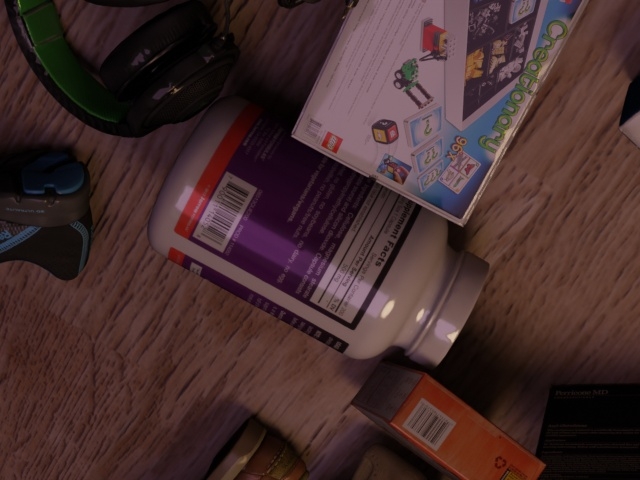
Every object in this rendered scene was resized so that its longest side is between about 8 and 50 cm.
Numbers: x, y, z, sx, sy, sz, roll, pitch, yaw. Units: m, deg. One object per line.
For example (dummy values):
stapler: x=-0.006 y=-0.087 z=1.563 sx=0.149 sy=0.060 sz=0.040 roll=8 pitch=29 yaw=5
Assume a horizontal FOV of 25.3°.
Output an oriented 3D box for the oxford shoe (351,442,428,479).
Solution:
oxford shoe: x=0.026 y=0.371 z=1.717 sx=0.130 sy=0.123 sz=0.348 roll=47 pitch=124 yaw=15

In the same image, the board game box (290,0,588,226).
board game box: x=0.120 y=-0.186 z=1.330 sx=0.193 sy=0.053 sz=0.305 roll=28 pitch=115 yaw=3

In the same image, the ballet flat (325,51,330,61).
ballet flat: x=0.073 y=-0.129 z=1.414 sx=0.173 sy=0.049 sz=0.057 roll=42 pitch=122 yaw=-9

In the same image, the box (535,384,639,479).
box: x=0.358 y=0.238 z=1.463 sx=0.261 sy=0.184 sz=0.103 roll=-3 pitch=122 yaw=20

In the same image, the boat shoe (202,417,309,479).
boat shoe: x=-0.128 y=0.351 z=1.739 sx=0.104 sy=0.110 sz=0.307 roll=36 pitch=125 yaw=-4

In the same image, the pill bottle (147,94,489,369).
pill bottle: x=0.000 y=0.000 z=1.439 sx=0.323 sy=0.181 sz=0.181 roll=29 pitch=125 yaw=0

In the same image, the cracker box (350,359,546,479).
cracker box: x=0.127 y=0.202 z=1.500 sx=0.156 sy=0.232 sz=0.067 roll=37 pitch=84 yaw=-5

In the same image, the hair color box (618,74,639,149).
hair color box: x=0.457 y=-0.059 z=1.295 sx=0.347 sy=0.105 sz=0.174 roll=42 pitch=124 yaw=-9

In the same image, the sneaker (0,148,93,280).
sneaker: x=-0.417 y=-0.031 z=1.595 sx=0.341 sy=0.125 sz=0.139 roll=10 pitch=128 yaw=15

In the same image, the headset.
headset: x=-0.142 y=-0.232 z=1.370 sx=0.394 sy=0.185 sz=0.243 roll=2 pitch=118 yaw=44
